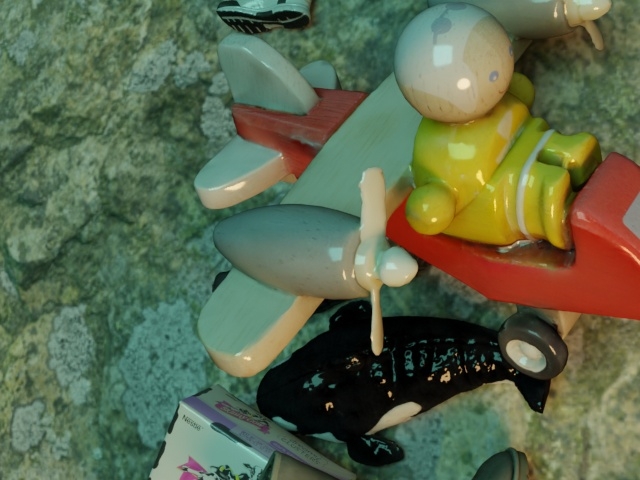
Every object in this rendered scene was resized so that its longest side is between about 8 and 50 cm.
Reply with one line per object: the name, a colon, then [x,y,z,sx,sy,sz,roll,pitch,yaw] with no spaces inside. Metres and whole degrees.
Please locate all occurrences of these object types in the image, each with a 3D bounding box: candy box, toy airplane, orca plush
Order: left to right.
candy box: [-0.082,0.260,1.094,0.164,0.070,0.196,30,109,21]
orca plush: [0.055,0.128,1.053,0.287,0.102,0.151,4,84,29]
toy airplane: [0.075,-0.085,0.937,0.384,0.272,0.386,-8,54,-7]

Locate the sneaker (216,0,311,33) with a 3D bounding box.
sneaker: [-0.055,-0.238,1.211,0.109,0.040,0.044,3,67,25]

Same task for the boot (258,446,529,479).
boot: [0.052,0.224,0.989,0.208,0.076,0.190,25,73,0]

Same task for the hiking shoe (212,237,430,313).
hiking shoe: [0.000,0.000,1.125,0.226,0.086,0.114,-17,66,16]
